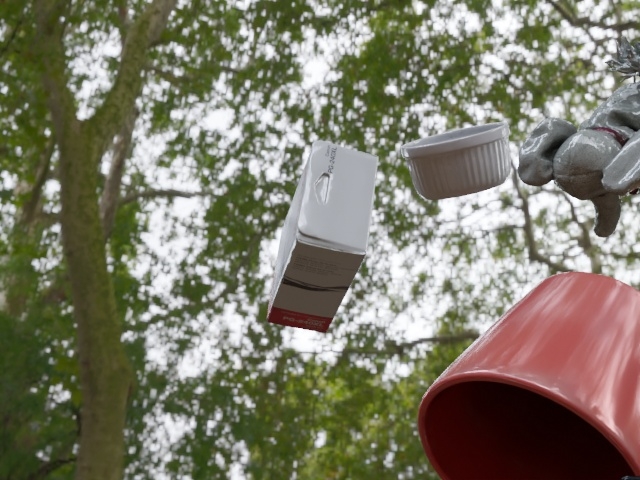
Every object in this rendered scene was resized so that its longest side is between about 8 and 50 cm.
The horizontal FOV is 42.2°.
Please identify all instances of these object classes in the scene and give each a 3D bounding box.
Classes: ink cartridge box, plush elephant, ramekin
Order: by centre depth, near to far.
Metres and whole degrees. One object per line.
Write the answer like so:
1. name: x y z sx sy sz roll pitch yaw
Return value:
1. ink cartridge box: 0.000 0.000 0.750 0.063 0.109 0.150 14 -34 -7
2. plush elephant: 0.496 -0.131 1.381 0.330 0.255 0.272 53 -14 -29
3. ramekin: 0.265 -0.150 1.582 0.207 0.207 0.109 -10 -79 19

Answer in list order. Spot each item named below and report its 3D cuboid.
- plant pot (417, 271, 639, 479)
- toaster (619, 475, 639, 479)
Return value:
1. plant pot: 0.284 0.183 0.970 0.275 0.243 0.275 22 -44 23
2. toaster: 0.222 0.246 0.547 0.110 0.168 0.185 29 -9 16
